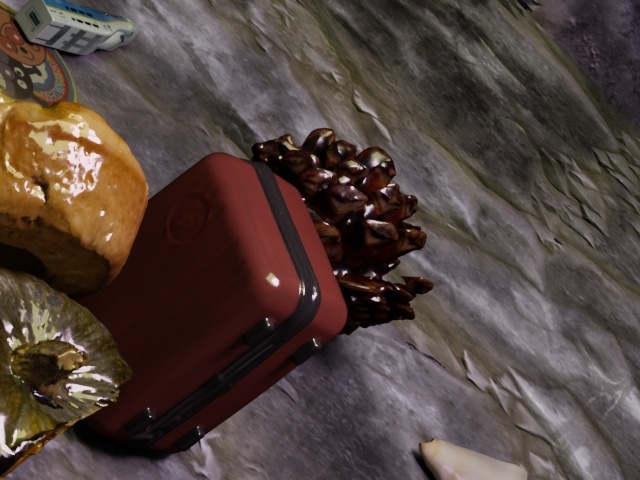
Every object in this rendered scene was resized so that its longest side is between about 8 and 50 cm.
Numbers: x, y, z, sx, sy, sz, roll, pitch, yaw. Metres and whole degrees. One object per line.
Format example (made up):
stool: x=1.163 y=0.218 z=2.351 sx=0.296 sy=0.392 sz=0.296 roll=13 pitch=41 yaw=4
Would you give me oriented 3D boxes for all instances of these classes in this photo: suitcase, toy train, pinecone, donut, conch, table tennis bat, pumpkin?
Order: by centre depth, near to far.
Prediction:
pumpkin: x=-0.328 y=0.118 z=1.741 sx=0.232 sy=0.242 sz=0.325 roll=54 pitch=24 yaw=-3
donut: x=-0.322 y=-0.039 z=1.865 sx=0.299 sy=0.317 sz=0.150 roll=7 pitch=66 yaw=1
suitcase: x=-0.135 y=0.069 z=1.999 sx=0.161 sy=0.297 sz=0.236 roll=25 pitch=34 yaw=-47
table tennis bat: x=-0.440 y=-0.265 z=2.276 sx=0.369 sy=0.054 sz=0.224 roll=36 pitch=27 yaw=-25
pinecone: x=0.003 y=-0.006 z=2.329 sx=0.298 sy=0.242 sz=0.296 roll=18 pitch=41 yaw=-33
conch: x=0.200 y=0.315 z=2.375 sx=0.176 sy=0.094 sz=0.104 roll=23 pitch=40 yaw=13
toy train: x=-0.305 y=-0.273 z=2.440 sx=0.051 sy=0.052 sz=0.234 roll=59 pitch=22 yaw=19
